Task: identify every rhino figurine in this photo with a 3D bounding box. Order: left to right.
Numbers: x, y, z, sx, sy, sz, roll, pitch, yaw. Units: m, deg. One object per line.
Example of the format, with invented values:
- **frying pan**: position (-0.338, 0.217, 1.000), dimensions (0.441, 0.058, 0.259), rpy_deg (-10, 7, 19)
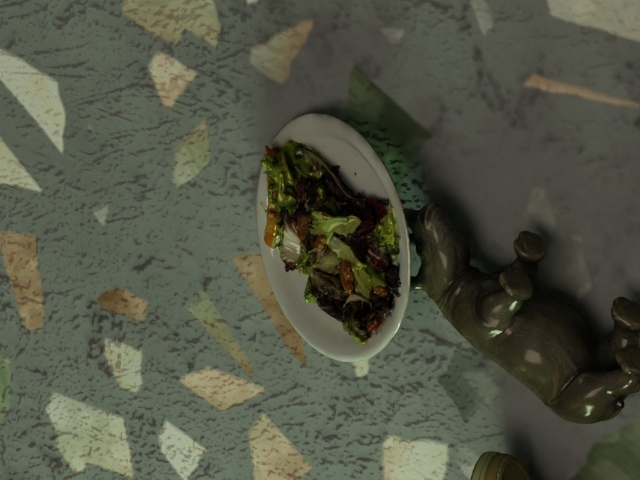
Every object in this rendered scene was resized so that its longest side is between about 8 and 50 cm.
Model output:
- **rhino figurine**: position (0.142, 0.051, 1.492), dimensions (0.243, 0.073, 0.106), rpy_deg (36, 140, 17)

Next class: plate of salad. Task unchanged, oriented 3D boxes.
- **plate of salad**: position (0.000, 0.000, 1.545), dimensions (0.200, 0.048, 0.200), rpy_deg (19, 114, 50)

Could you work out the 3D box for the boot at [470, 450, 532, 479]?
- **boot**: position (0.218, 0.253, 1.545), dimensions (0.165, 0.077, 0.213), rpy_deg (-8, 116, 38)
